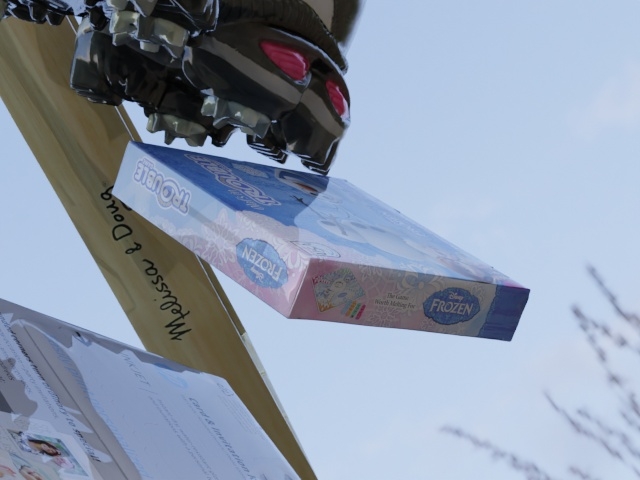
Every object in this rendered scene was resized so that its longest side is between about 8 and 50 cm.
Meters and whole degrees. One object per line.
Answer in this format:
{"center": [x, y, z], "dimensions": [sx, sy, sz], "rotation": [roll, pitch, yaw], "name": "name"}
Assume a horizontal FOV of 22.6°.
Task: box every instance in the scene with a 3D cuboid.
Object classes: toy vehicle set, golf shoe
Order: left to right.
{"center": [-0.085, -0.020, 0.683], "dimensions": [0.035, 0.166, 0.267], "rotation": [-28, -66, -3], "name": "toy vehicle set"}
{"center": [-0.053, -0.109, 0.477], "dimensions": [0.273, 0.105, 0.120], "rotation": [36, -110, -72], "name": "golf shoe"}

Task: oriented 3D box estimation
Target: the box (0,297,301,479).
{"center": [-0.067, 0.070, 0.450], "dimensions": [0.186, 0.145, 0.038], "rotation": [24, -74, -45], "name": "box"}

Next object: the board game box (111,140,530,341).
{"center": [0.000, 0.000, 0.468], "dimensions": [0.090, 0.090, 0.020], "rotation": [7, -72, -43], "name": "board game box"}
